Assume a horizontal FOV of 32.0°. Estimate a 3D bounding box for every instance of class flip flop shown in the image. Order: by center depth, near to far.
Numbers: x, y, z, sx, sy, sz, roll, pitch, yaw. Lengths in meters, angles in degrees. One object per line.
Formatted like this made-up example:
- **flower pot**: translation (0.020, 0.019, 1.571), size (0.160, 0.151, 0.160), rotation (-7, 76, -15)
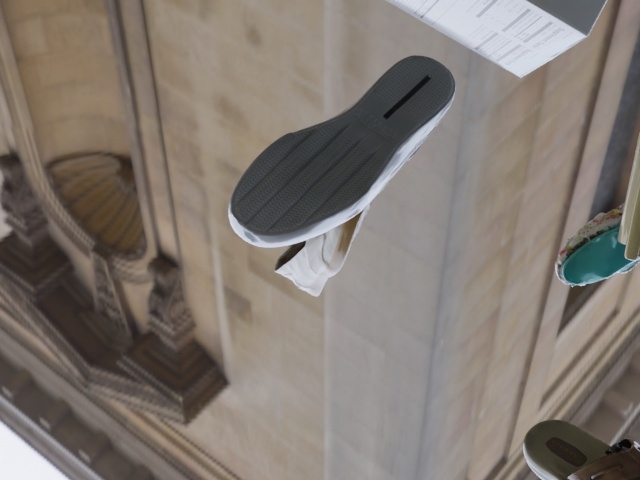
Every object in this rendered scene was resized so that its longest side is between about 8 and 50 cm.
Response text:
- **flip flop**: translation (0.347, 0.270, 1.327), size (0.112, 0.080, 0.277), rotation (-26, -151, -24)

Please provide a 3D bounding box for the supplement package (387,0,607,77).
- **supplement package**: translation (0.150, -0.316, 1.048), size (0.263, 0.198, 0.199), rotation (29, -96, -5)

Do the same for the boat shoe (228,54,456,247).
- **boat shoe**: translation (0.022, -0.055, 0.863), size (0.226, 0.075, 0.083), rotation (-36, -110, -25)

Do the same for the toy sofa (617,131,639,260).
- **toy sofa**: translation (0.550, -0.030, 1.326), size (0.363, 0.150, 0.177), rotation (11, -166, 13)

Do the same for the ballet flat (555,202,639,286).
- **ballet flat**: translation (0.407, -0.018, 1.459), size (0.241, 0.091, 0.077), rotation (-27, -149, 0)

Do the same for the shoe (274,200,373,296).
- **shoe**: translation (0.000, 0.000, 1.167), size (0.058, 0.219, 0.076), rotation (26, -118, -3)
